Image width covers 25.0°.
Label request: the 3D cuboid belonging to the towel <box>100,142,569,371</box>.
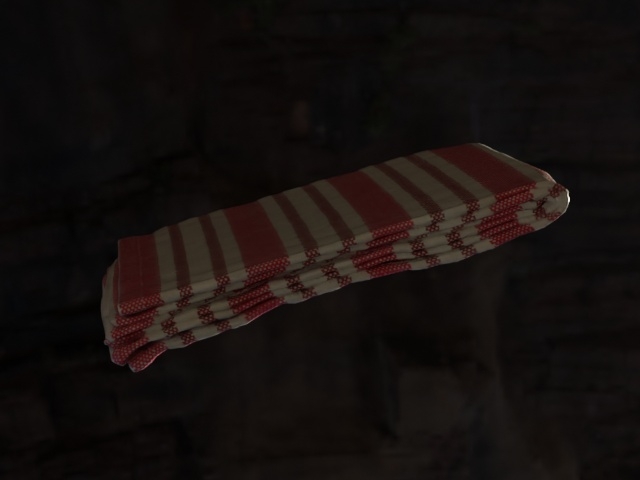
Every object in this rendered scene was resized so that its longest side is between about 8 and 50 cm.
[{"bbox_3d":[0.000,0.000,0.639,0.197,0.029,0.144,-16,-166,-3],"label":"towel"}]
